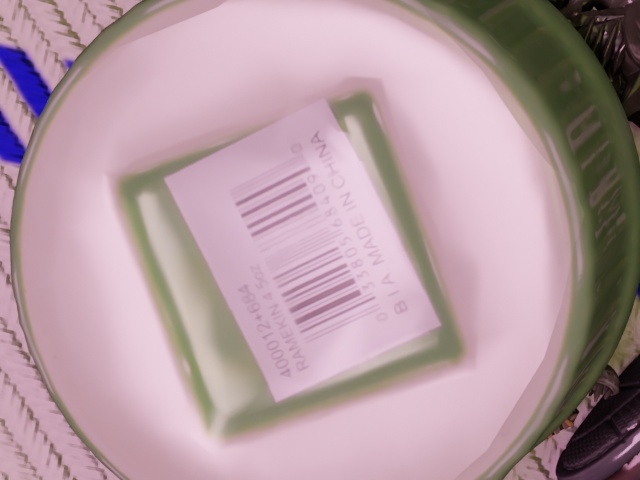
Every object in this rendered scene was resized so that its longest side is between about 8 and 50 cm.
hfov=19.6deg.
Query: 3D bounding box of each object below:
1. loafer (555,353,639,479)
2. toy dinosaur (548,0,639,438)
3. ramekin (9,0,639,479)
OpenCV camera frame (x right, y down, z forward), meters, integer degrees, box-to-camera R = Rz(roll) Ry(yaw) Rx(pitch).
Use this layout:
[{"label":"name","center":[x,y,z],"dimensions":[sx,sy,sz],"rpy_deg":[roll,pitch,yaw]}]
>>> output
[{"label":"loafer","center":[0.262,0.058,1.033],"dimensions":[0.302,0.109,0.095],"rpy_deg":[-43,97,-17]},{"label":"toy dinosaur","center":[0.081,-0.059,0.991],"dimensions":[0.218,0.164,0.322],"rpy_deg":[-29,111,1]},{"label":"ramekin","center":[0.000,0.000,0.890],"dimensions":[0.303,0.148,0.303],"rpy_deg":[2,99,12]}]
